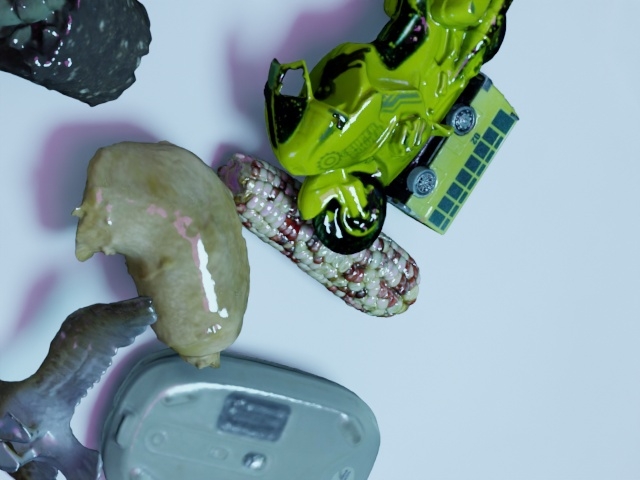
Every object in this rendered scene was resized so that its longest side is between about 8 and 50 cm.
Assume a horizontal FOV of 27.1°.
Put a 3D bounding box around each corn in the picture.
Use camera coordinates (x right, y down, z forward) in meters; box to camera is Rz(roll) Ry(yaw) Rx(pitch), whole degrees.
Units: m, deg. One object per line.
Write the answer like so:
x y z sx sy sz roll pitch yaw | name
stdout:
0.000 0.000 1.426 0.280 0.092 0.092 32 88 -36 | corn

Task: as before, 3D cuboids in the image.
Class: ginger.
-0.142 0.009 1.309 0.152 0.138 0.267 -32 113 4 | ginger

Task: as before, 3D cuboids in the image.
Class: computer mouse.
-0.083 0.223 1.454 0.331 0.095 0.197 21 93 -28 | computer mouse

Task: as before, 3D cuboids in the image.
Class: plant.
-0.245 -0.199 1.150 0.194 0.132 0.129 32 77 -56 | plant

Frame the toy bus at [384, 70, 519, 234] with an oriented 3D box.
0.139 -0.103 1.484 0.101 0.088 0.175 34 90 -38 | toy bus

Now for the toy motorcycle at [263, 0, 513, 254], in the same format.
0.060 -0.166 1.356 0.342 0.142 0.206 -56 133 -12 | toy motorcycle

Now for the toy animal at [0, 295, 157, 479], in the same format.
-0.277 0.150 1.247 0.197 0.160 0.272 26 107 -16 | toy animal
